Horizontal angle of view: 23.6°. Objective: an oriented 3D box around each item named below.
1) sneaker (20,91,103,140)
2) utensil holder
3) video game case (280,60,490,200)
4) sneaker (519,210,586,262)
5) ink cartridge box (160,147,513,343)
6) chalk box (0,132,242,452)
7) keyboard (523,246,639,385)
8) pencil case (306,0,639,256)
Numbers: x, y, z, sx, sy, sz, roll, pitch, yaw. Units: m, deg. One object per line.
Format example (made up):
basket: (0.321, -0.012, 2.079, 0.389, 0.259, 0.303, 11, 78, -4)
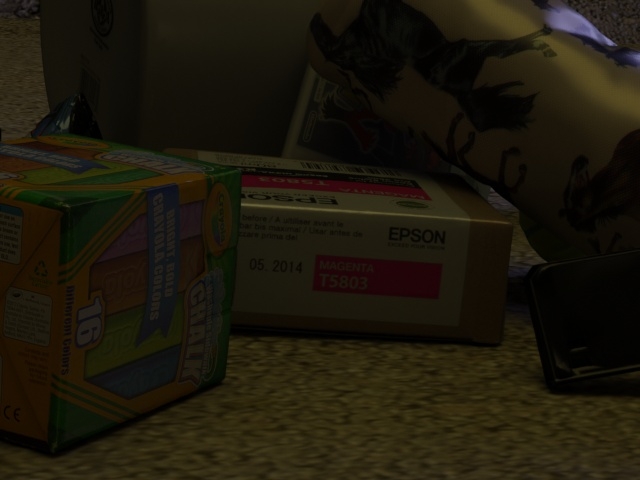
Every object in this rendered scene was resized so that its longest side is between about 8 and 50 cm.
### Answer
sneaker: (-0.228, -0.059, 1.238, 0.087, 0.083, 0.221, -14, 17, 11)
utensil holder: (-0.034, -0.204, 1.438, 0.385, 0.328, 0.327, -4, 15, -27)
video game case: (0.074, -0.120, 1.291, 0.183, 0.201, 0.023, 19, -10, -18)
sneaker: (0.294, -0.013, 1.267, 0.295, 0.109, 0.123, -7, -15, -22)
ink cartridge box: (0.000, 0.000, 1.074, 0.234, 0.088, 0.193, 4, 12, -8)
chalk box: (-0.130, 0.016, 0.855, 0.132, 0.132, 0.213, 11, 14, 26)
keyboard: (0.222, 0.053, 0.938, 0.180, 0.108, 0.023, -10, -22, -3)
pencil case: (0.176, -0.098, 1.127, 0.410, 0.160, 0.183, 37, 27, 27)
